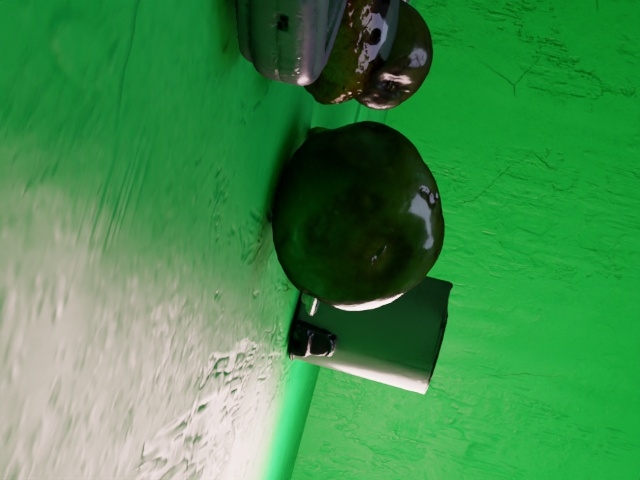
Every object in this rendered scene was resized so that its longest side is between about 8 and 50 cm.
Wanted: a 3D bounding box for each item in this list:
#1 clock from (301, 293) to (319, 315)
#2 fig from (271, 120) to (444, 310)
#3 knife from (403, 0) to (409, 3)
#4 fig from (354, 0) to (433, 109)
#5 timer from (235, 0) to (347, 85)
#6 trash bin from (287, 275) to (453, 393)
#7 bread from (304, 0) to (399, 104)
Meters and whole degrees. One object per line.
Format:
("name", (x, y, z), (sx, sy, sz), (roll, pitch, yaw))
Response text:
("clock", (0.000, 0.000, 1.439), (0.236, 0.053, 0.236), (17, 90, -86))
("fig", (0.032, -0.054, 1.074), (0.275, 0.206, 0.206), (-114, -148, -59))
("knife", (0.183, -0.558, 2.010), (0.265, 0.041, 0.073), (-66, 159, -62))
("fig", (0.064, -0.267, 1.218), (0.126, 0.185, 0.133), (-27, 155, -23))
("timer", (-0.004, -0.217, 0.598), (0.191, 0.069, 0.208), (94, 10, -67))
("trash bin", (0.093, 0.149, 1.720), (0.277, 0.262, 0.217), (-68, 172, -60))
("bread", (0.021, -0.239, 0.785), (0.139, 0.095, 0.269), (95, -4, -76))
